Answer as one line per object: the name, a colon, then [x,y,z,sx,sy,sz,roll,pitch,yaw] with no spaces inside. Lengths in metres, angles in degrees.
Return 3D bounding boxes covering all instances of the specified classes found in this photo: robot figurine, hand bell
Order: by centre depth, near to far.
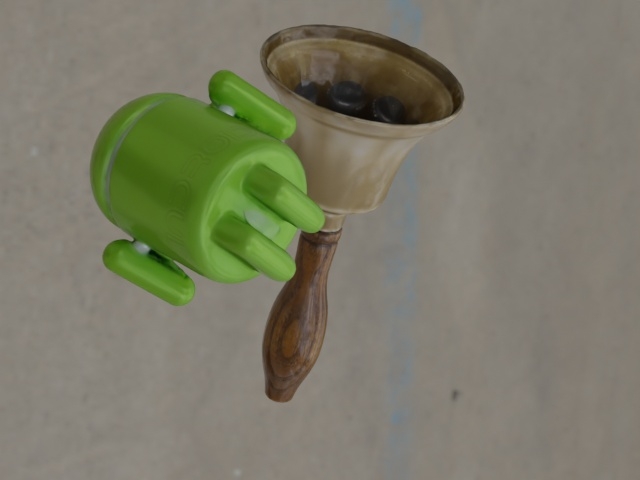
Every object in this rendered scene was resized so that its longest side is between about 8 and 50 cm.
robot figurine: [-0.053,-0.024,0.762,0.067,0.115,0.101,34,84,-53]
hand bell: [0.000,0.000,1.113,0.126,0.126,0.242,-36,147,-52]
